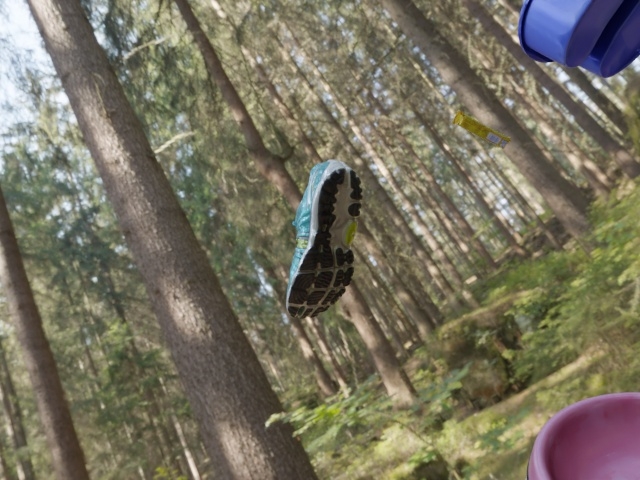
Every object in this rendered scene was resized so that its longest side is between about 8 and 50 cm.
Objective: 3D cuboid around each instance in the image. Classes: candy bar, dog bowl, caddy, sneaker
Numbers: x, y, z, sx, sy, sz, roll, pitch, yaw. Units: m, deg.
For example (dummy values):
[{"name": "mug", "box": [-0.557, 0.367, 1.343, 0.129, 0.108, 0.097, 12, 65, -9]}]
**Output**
[{"name": "candy bar", "box": [0.420, -0.285, 1.397, 0.040, 0.162, 0.018, -61, 4, 36]}, {"name": "dog bowl", "box": [0.498, 0.383, 0.791, 0.409, 0.150, 0.408, -11, 18, 4]}, {"name": "caddy", "box": [0.525, -0.475, 0.999, 0.242, 0.179, 0.341, 1, -47, -32]}, {"name": "sneaker", "box": [0.000, 0.000, 0.906, 0.107, 0.110, 0.275, 8, -77, -28]}]
